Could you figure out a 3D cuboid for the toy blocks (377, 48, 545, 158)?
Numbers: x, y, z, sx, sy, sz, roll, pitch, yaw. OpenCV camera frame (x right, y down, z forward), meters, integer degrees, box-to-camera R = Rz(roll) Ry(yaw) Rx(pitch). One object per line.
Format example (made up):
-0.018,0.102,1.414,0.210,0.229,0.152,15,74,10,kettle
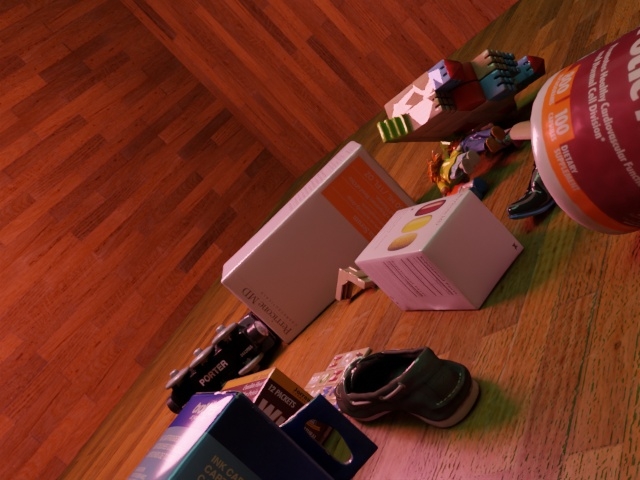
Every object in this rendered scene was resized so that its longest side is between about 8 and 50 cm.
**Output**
0.341,-0.325,1.594,0.382,0.190,0.261,-7,-18,-40,toy blocks

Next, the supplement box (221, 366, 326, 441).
-0.115,0.331,1.140,0.191,0.129,0.194,-29,24,54,supplement box

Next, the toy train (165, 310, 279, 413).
-0.240,0.302,1.750,0.334,0.142,0.190,-43,-1,17,toy train

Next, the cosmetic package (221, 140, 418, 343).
0.000,0.000,1.699,0.453,0.230,0.161,-45,12,5,cosmetic package

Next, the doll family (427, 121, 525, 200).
0.314,-0.183,1.510,0.263,0.118,0.163,-48,12,-17,doll family

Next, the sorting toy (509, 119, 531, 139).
0.438,-0.219,1.180,0.229,0.041,0.307,-17,10,-6,sorting toy

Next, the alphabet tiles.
-0.002,0.286,1.245,0.237,0.009,0.198,-52,13,-32,alphabet tiles

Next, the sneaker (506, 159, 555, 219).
0.366,-0.106,1.157,0.188,0.078,0.067,-46,11,-7,sneaker

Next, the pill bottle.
0.430,-0.152,0.721,0.224,0.224,0.392,-51,12,-28,pill bottle

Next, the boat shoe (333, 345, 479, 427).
0.094,0.193,1.008,0.112,0.095,0.335,-50,12,-23,boat shoe

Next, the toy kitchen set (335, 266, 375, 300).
0.089,0.103,1.544,0.068,0.075,0.083,-8,24,-39,toy kitchen set

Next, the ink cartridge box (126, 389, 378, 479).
-0.098,0.341,0.718,0.395,0.270,0.151,-52,15,-29,ink cartridge box

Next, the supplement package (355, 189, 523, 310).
0.190,0.024,1.177,0.139,0.134,0.244,-49,12,-19,supplement package
